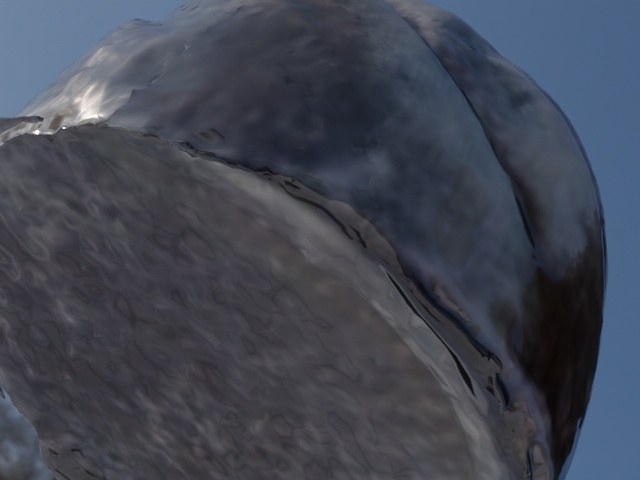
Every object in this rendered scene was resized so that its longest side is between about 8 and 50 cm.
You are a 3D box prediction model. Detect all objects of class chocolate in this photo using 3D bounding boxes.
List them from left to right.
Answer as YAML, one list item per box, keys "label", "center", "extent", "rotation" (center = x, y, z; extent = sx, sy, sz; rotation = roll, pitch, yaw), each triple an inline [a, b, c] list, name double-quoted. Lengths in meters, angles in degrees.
- label: "chocolate"
  center: [0.000, 0.000, 0.817]
  extent: [0.303, 0.213, 0.303]
  rotation: [22, -38, 18]
